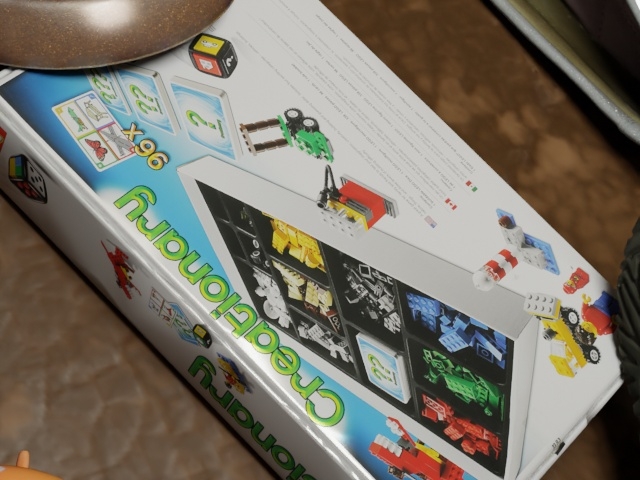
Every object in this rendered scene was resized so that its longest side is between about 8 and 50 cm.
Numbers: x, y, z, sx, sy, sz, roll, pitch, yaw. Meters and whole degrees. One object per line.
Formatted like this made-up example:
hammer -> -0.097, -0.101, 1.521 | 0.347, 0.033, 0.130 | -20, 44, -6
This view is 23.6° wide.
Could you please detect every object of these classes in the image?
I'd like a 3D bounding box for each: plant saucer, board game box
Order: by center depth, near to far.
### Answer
board game box -> 0.000, 0.000, 0.746 | 0.305, 0.053, 0.193 | 45, 53, 7
plant saucer -> -0.122, -0.143, 0.752 | 0.169, 0.029, 0.168 | 2, 41, -2

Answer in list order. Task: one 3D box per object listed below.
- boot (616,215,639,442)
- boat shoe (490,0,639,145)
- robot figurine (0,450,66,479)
boot -> 0.249, 0.066, 0.768 | 0.209, 0.076, 0.189 | -4, 92, -29
boat shoe -> 0.121, -0.180, 0.876 | 0.320, 0.118, 0.103 | 47, 49, 0
robot figurine -> -0.136, 0.168, 0.537 | 0.128, 0.158, 0.219 | 51, 51, -17
